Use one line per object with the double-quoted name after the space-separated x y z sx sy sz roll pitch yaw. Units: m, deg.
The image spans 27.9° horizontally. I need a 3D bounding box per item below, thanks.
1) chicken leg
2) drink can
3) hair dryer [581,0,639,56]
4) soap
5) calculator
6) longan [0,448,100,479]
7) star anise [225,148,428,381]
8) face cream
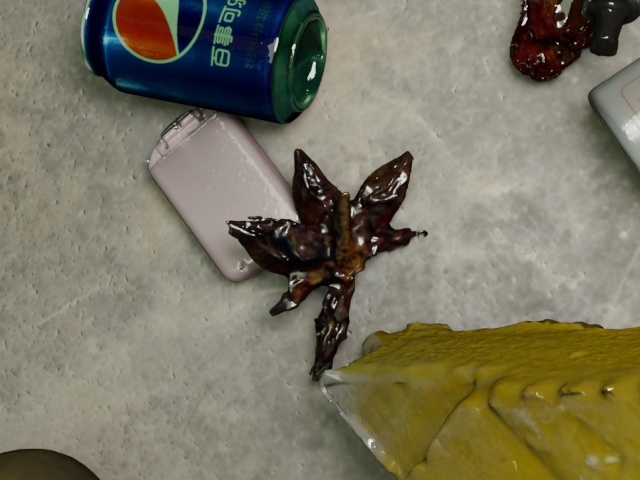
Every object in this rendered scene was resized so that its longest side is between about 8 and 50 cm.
0.216 -0.232 1.089 0.093 0.053 0.205 15 98 -6 "chicken leg"
-0.103 -0.175 1.142 0.205 0.118 0.118 12 89 18 "drink can"
0.179 -0.309 1.012 0.320 0.156 0.284 15 53 15 "hair dryer"
0.183 0.094 0.952 0.304 0.169 0.339 48 127 20 "soap"
-0.083 -0.043 1.169 0.100 0.032 0.175 -39 77 10 "calculator"
-0.257 0.266 1.132 0.189 0.189 0.189 -1 86 16 "longan"
-0.001 -0.001 1.114 0.157 0.053 0.212 34 94 -13 "star anise"
0.342 -0.146 1.018 0.251 0.101 0.101 -34 78 11 "face cream"
